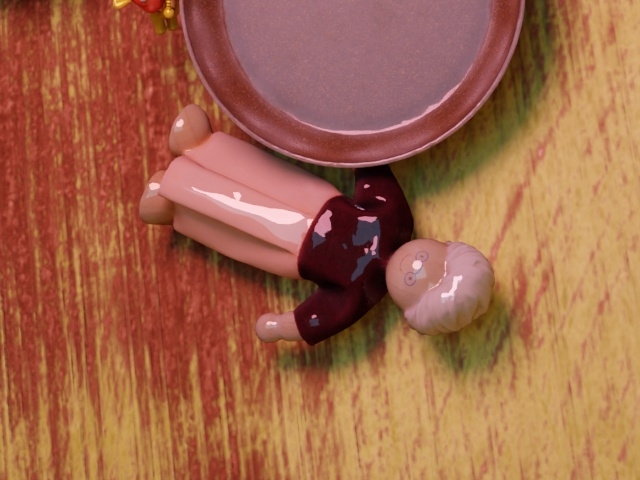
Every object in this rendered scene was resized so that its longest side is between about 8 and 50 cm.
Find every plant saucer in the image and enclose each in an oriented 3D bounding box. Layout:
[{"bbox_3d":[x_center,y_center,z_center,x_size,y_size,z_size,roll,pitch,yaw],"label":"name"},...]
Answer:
[{"bbox_3d":[0.030,-0.220,1.593,0.311,0.050,0.310,0,91,11],"label":"plant saucer"}]

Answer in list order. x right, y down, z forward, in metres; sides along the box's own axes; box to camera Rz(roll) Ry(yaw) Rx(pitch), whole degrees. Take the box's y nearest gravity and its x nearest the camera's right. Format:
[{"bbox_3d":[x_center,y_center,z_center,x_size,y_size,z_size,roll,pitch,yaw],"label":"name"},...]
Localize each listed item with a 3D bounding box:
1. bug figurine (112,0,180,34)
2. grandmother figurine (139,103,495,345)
[{"bbox_3d":[-0.145,-0.344,1.646,0.072,0.216,0.279,-9,111,55],"label":"bug figurine"},{"bbox_3d":[0.000,0.000,1.606,0.342,0.104,0.207,21,95,26],"label":"grandmother figurine"}]
